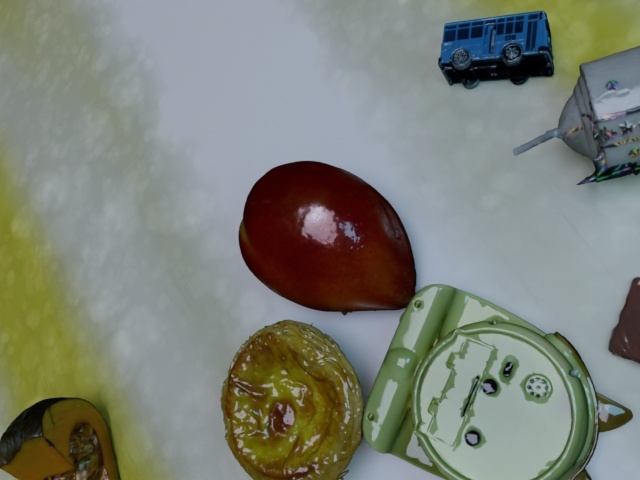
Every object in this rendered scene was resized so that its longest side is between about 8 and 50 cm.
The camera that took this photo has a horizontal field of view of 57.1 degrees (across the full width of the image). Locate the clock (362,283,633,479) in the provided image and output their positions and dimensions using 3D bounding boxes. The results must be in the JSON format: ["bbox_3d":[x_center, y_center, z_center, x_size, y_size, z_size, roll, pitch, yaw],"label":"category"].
[{"bbox_3d":[0.259,0.244,0.880,0.348,0.117,0.286,21,87,29],"label":"clock"}]

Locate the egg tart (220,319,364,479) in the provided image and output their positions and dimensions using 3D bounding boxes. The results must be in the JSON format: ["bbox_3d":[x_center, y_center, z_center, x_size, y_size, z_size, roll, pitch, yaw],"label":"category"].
[{"bbox_3d":[-0.041,0.286,1.019,0.295,0.116,0.295,-7,75,26],"label":"egg tart"}]

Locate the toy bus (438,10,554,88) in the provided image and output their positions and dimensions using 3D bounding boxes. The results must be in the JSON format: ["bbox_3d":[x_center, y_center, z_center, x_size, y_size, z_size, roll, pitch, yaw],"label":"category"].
[{"bbox_3d":[0.308,-0.333,1.022,0.184,0.090,0.106,3,76,28],"label":"toy bus"}]

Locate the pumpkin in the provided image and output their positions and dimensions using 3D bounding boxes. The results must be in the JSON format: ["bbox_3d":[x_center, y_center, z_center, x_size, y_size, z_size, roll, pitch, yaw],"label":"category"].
[{"bbox_3d":[-0.520,0.454,1.176,0.139,0.190,0.280,-30,66,16],"label":"pumpkin"}]

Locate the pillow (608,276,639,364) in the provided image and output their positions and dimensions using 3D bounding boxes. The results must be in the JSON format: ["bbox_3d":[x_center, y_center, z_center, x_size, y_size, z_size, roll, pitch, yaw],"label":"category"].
[{"bbox_3d":[0.523,0.130,0.795,0.232,0.043,0.126,12,79,46],"label":"pillow"}]

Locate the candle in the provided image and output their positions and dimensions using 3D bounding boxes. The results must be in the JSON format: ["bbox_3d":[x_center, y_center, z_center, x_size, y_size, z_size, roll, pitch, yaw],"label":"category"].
[{"bbox_3d":[0.450,-0.187,0.859,0.330,0.187,0.187,-14,71,24],"label":"candle"}]

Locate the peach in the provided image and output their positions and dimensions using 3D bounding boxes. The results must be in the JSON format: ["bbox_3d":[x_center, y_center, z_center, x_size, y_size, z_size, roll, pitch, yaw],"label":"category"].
[{"bbox_3d":[0.000,0.000,1.026,0.361,0.201,0.258,35,93,29],"label":"peach"}]
